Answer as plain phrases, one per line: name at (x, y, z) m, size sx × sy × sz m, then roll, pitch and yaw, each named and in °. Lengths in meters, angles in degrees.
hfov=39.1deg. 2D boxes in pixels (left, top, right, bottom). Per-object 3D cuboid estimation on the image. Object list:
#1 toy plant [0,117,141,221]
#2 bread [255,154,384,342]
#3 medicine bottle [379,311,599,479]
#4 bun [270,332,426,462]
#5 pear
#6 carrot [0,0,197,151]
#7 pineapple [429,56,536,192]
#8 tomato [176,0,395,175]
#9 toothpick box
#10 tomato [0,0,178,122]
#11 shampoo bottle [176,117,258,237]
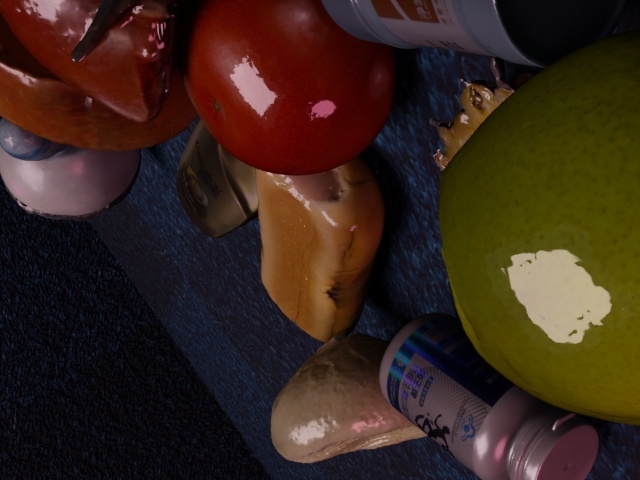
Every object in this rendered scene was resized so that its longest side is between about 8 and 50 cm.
toy plant at (-0.388, -0.199, 1.347) m, size 0.247 × 0.247 × 0.332 m, roll 50°, pitch 158°, yaw 14°
bread at (0.000, 0.000, 0.936) m, size 0.142 × 0.091 × 0.305 m, roll 46°, pitch 159°, yaw 18°
medicine bottle at (0.148, 0.149, 0.808) m, size 0.191 × 0.107 × 0.107 m, roll 34°, pitch 152°, yaw 47°
bun at (0.037, 0.168, 1.000) m, size 0.222 × 0.222 × 0.128 m, roll 123°, pitch 137°, yaw -70°
pear at (0.168, -0.003, 0.413) m, size 0.219 × 0.188 × 0.188 m, roll -8°, pitch 125°, yaw 23°
carrot at (-0.260, -0.223, 0.960) m, size 0.307 × 0.258 × 0.100 m, roll 44°, pitch 140°, yaw 22°
pineapple at (0.156, -0.031, 0.594) m, size 0.221 × 0.047 × 0.221 m, roll 42°, pitch 156°, yaw 24°
tomato at (-0.032, -0.139, 0.713) m, size 0.195 × 0.136 × 0.195 m, roll 46°, pitch 159°, yaw 24°
toothpick box at (0.076, -0.151, 0.487) m, size 0.153 × 0.101 × 0.101 m, roll 26°, pitch 146°, yaw 54°
tomato at (-0.200, -0.247, 0.725) m, size 0.309 × 0.170 × 0.309 m, roll -176°, pitch 90°, yaw -77°
shampoo bottle at (-0.097, -0.090, 1.036) m, size 0.126 × 0.084 × 0.350 m, roll 57°, pitch 160°, yaw 0°
